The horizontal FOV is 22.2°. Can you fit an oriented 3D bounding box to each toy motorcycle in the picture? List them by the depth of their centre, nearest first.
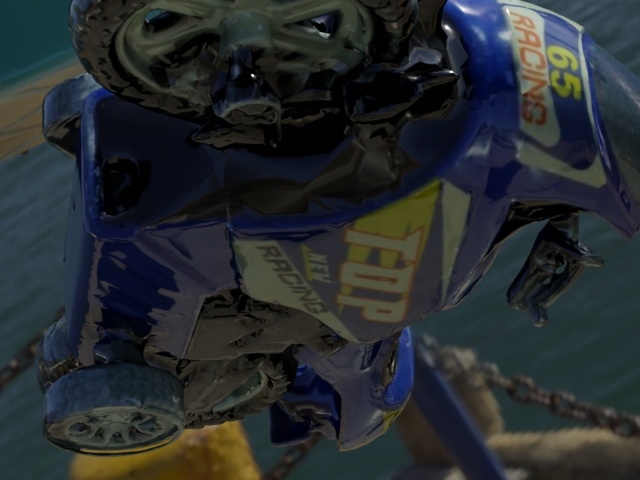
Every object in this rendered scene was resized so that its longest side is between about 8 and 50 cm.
[{"bbox_3d":[0.000,0.000,0.497,0.169,0.113,0.315,0,-25,-12],"label":"toy motorcycle"}]

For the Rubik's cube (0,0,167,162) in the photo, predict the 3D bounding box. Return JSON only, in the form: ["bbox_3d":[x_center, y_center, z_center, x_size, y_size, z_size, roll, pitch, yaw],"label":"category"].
[{"bbox_3d":[-0.174,-0.158,0.791,0.224,0.213,0.265,-26,-1,-17],"label":"Rubik's cube"}]
